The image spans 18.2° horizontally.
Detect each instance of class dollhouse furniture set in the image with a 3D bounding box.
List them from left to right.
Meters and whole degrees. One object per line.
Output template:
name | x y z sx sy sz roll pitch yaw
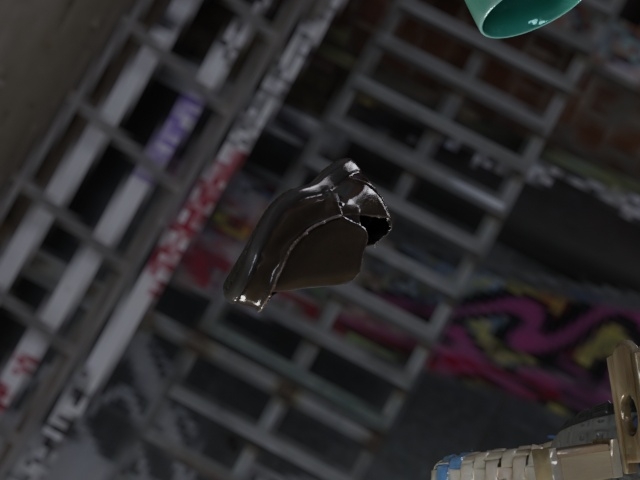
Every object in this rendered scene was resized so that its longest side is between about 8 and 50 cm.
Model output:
dollhouse furniture set | 0.262 0.117 1.459 0.161 0.182 0.101 153 -70 -75

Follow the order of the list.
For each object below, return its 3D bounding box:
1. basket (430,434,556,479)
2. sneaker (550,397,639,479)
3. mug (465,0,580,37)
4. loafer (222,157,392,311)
basket | 0.256 0.318 2.009 0.201 0.289 0.255 27 62 -82
sneaker | 0.339 0.224 1.709 0.129 0.297 0.111 96 11 -47
mug | 0.209 -0.289 2.042 0.129 0.097 0.158 -10 158 -34
loafer | 0.000 0.000 1.574 0.220 0.078 0.080 -42 166 -54
